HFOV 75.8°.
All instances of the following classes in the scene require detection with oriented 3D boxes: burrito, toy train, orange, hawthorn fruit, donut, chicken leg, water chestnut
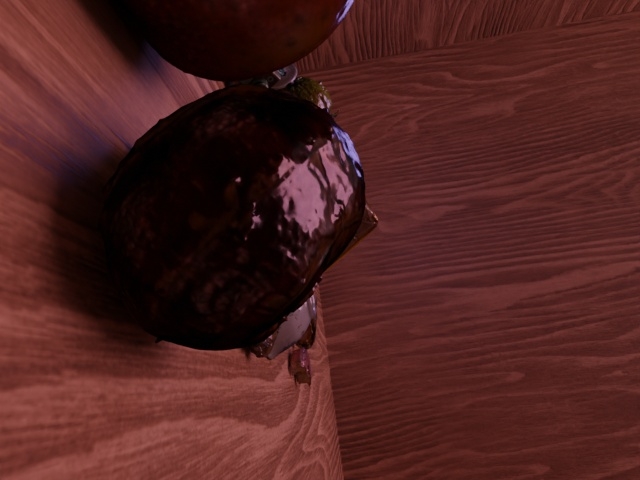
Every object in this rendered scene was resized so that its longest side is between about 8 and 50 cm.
[{"bbox_3d":[-0.064,0.308,1.680,0.299,0.104,0.144,-93,177,-74],"label":"burrito"},{"bbox_3d":[-0.193,-0.542,1.209,0.159,0.129,0.327,34,36,-36],"label":"toy train"},{"bbox_3d":[-0.098,-0.588,1.789,0.301,0.300,0.223,52,-5,47],"label":"orange"},{"bbox_3d":[-0.109,-0.442,0.558,0.403,0.401,0.404,-9,90,-87],"label":"hawthorn fruit"},{"bbox_3d":[-0.072,0.446,1.489,0.166,0.065,0.117,79,5,-47],"label":"donut"},{"bbox_3d":[-0.143,0.170,0.954,0.125,0.080,0.196,34,45,-68],"label":"chicken leg"},{"bbox_3d":[-0.120,-0.037,0.512,0.302,0.350,0.350,39,-2,8],"label":"water chestnut"}]

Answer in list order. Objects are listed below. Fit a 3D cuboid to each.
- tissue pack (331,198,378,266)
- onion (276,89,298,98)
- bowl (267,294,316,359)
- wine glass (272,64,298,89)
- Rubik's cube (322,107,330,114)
[{"bbox_3d":[-0.028,-0.105,1.213,0.228,0.293,0.382,41,16,-23],"label":"tissue pack"},{"bbox_3d":[-0.120,-0.223,1.016,0.272,0.256,0.231,31,30,-56],"label":"onion"},{"bbox_3d":[-0.092,0.179,1.197,0.313,0.146,0.314,-8,90,-87],"label":"bowl"},{"bbox_3d":[-0.198,-0.761,1.557,0.357,0.190,0.191,79,3,-62],"label":"wine glass"},{"bbox_3d":[-0.079,-0.315,1.523,0.293,0.283,0.289,-62,144,-79],"label":"Rubik's cube"}]
